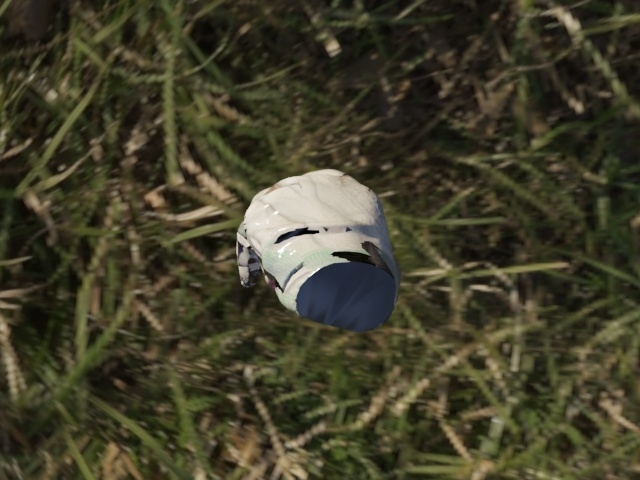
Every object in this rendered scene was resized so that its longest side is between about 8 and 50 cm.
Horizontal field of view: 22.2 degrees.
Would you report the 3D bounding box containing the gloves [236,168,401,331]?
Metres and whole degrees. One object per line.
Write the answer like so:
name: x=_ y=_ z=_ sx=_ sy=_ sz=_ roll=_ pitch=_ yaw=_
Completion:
gloves: x=-0.002 y=-0.007 z=1.264 sx=0.128 sy=0.212 sz=0.111 roll=-11 pitch=125 yaw=-10
